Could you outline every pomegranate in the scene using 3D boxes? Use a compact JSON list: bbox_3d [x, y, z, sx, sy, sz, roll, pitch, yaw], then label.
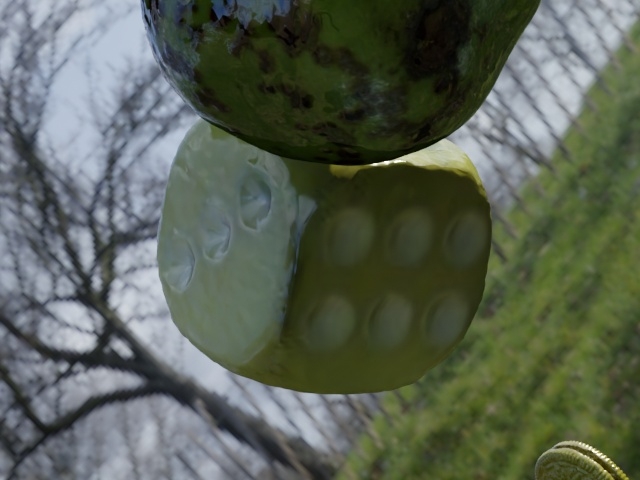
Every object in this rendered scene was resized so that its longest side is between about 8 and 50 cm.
[{"bbox_3d":[0.006,-0.168,0.785,0.254,0.254,0.270,-48,-14,3],"label":"pomegranate"}]

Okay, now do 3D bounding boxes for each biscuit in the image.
[{"bbox_3d":[0.191,0.181,1.027,0.023,0.084,0.084,-35,-16,-31],"label":"biscuit"}]

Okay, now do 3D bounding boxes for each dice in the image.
[{"bbox_3d":[0.000,0.000,0.978,0.169,0.169,0.166,-2,-69,-36],"label":"dice"}]
